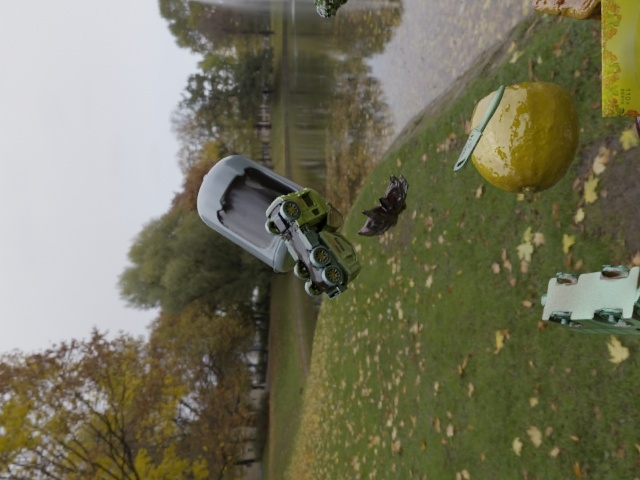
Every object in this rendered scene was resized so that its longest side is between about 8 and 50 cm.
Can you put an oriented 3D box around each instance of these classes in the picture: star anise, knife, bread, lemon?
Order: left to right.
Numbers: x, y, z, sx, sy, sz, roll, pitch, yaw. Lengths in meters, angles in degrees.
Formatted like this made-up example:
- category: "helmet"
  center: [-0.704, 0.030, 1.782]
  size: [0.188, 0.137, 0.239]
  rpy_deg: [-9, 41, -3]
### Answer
- category: "star anise"
  center: [0.125, -0.056, 0.935]
  size: [0.141, 0.042, 0.141]
  rpy_deg: [-45, -23, -25]
- category: "knife"
  center: [0.440, -0.310, 1.405]
  size: [0.043, 0.020, 0.293]
  rpy_deg: [12, 70, 57]
- category: "lemon"
  center: [0.658, -0.306, 1.650]
  size: [0.364, 0.364, 0.364]
  rpy_deg: [179, 90, -85]
- category: "bread"
  center: [0.509, -0.498, 0.962]
  size: [0.143, 0.158, 0.149]
  rpy_deg: [33, 128, 32]

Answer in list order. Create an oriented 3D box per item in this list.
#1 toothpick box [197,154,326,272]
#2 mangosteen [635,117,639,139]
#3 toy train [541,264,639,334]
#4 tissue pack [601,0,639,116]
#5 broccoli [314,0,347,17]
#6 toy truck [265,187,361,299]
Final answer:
- category: "toothpick box"
  center: [-0.184, -0.091, 1.440]
  size: [0.263, 0.354, 0.263]
  rpy_deg: [-55, -13, -19]
- category: "mangosteen"
  center: [0.796, -0.279, 1.009]
  size: [0.293, 0.297, 0.297]
  rpy_deg: [-45, -22, -31]
- category: "toy train"
  center: [0.646, 0.142, 1.161]
  size: [0.326, 0.159, 0.129]
  rpy_deg: [143, 147, -74]
- category: "tissue pack"
  center: [0.329, -0.207, 0.492]
  size: [0.062, 0.095, 0.176]
  rpy_deg: [-59, -40, -28]
- category: "broccoli"
  center: [-0.051, -0.708, 1.285]
  size: [0.145, 0.304, 0.165]
  rpy_deg: [-26, 40, 53]
- category: "toy truck"
  center: [0.000, 0.000, 0.878]
  size: [0.191, 0.116, 0.085]
  rpy_deg: [57, 146, 6]
